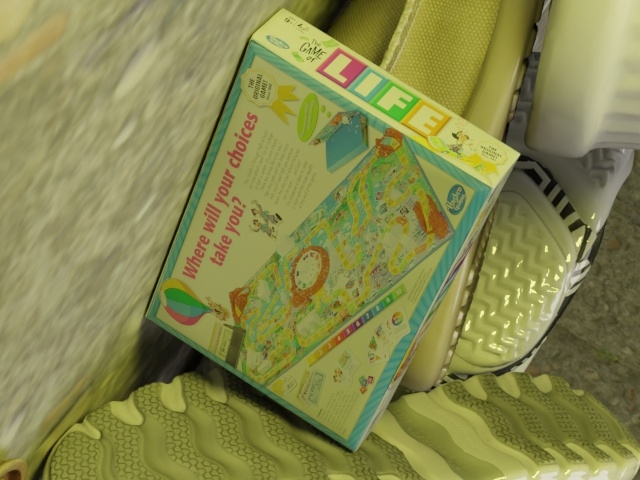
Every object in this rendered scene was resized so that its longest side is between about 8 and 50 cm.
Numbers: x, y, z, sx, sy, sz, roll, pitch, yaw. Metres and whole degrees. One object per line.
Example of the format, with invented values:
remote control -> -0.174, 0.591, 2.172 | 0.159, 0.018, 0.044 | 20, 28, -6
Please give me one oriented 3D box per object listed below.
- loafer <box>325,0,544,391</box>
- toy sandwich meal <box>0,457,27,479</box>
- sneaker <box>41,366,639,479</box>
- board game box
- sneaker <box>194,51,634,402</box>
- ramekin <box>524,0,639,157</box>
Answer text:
loafer -> 0.034, -0.066, 0.751 | 0.102, 0.092, 0.268 | -67, 169, -66
toy sandwich meal -> -0.123, 0.117, 0.700 | 0.085, 0.029, 0.085 | -56, 171, -13
sneaker -> 0.012, 0.127, 0.823 | 0.281, 0.105, 0.115 | 4, 118, -30
board game box -> 0.000, 0.000, 0.734 | 0.026, 0.103, 0.154 | -49, 168, -47
sneaker -> 0.034, 0.070, 1.009 | 0.366, 0.137, 0.210 | -53, 164, 0
ramekin -> 0.166, -0.157, 0.749 | 0.273, 0.127, 0.273 | 11, 90, -85
